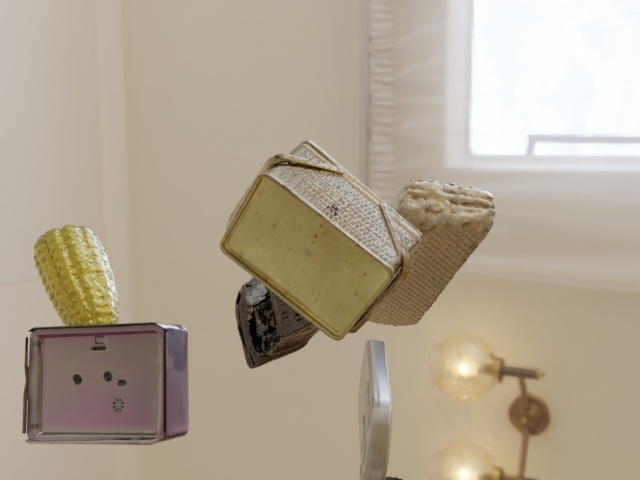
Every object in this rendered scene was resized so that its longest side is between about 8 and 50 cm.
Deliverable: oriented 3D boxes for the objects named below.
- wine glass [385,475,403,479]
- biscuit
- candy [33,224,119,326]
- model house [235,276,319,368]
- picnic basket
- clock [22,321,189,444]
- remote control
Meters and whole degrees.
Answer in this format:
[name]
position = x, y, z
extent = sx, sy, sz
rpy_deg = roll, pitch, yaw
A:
[wine glass]
position = 0.065, 0.416, 1.117
extent = 0.093, 0.093, 0.202
rpy_deg = -27, -31, -58
[biscuit]
position = 0.142, 0.033, 1.311
extent = 0.426, 0.144, 0.078
rpy_deg = 113, 163, -62
[candy]
position = -0.349, 0.075, 1.196
extent = 0.106, 0.094, 0.198
rpy_deg = 12, -141, -46
[model house]
position = -0.033, 0.066, 1.077
extent = 0.106, 0.152, 0.165
rpy_deg = 6, -124, -39
[picnic basket]
position = 0.000, 0.000, 0.763
extent = 0.115, 0.164, 0.079
rpy_deg = -53, -4, 38
[clock]
position = -0.260, 0.175, 0.994
extent = 0.073, 0.194, 0.144
rpy_deg = 22, -114, -69
[remote control]
position = 0.050, 0.157, 0.781
extent = 0.245, 0.022, 0.077
rpy_deg = -81, -1, -80
